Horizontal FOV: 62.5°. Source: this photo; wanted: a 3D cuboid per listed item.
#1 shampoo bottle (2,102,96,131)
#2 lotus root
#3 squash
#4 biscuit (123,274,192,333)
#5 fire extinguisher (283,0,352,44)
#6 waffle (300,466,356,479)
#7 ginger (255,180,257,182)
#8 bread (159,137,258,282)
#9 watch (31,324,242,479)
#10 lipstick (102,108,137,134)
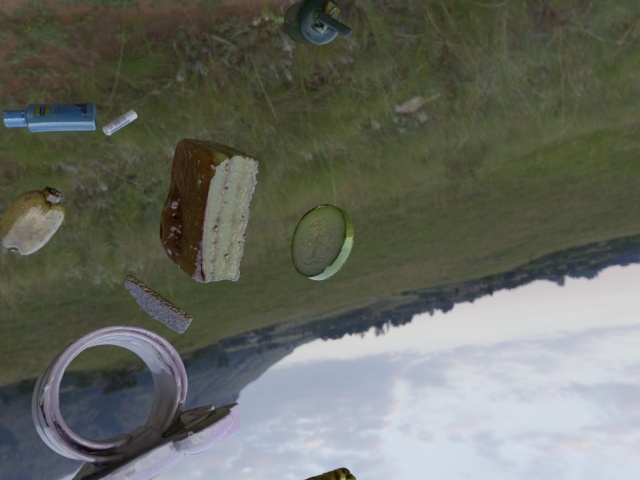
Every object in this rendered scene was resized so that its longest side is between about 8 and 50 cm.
[{"bbox_3d":[-0.834,-0.380,1.632,0.258,0.104,0.061,-6,146,-15],"label":"shampoo bottle"},{"bbox_3d":[-0.951,-0.065,1.743,0.284,0.146,0.160,-47,149,13],"label":"lotus root"},{"bbox_3d":[0.004,0.002,1.484,0.219,0.219,0.041,-12,153,41],"label":"squash"},{"bbox_3d":[-0.510,0.202,1.629,0.237,0.026,0.131,36,139,-8],"label":"biscuit"},{"bbox_3d":[-0.010,-0.466,1.131,0.114,0.095,0.311,30,-168,-18],"label":"fire extinguisher"},{"bbox_3d":[-0.060,0.611,1.256,0.309,0.065,0.283,-18,154,1],"label":"waffle"},{"bbox_3d":[-0.272,-0.155,1.675,0.069,0.173,0.051,27,150,11],"label":"ginger"},{"bbox_3d":[-0.210,-0.058,0.957,0.110,0.234,0.184,1,-164,-35],"label":"bread"},{"bbox_3d":[-0.265,0.224,0.754,0.248,0.217,0.211,-21,178,-38],"label":"watch"},{"bbox_3d":[-0.756,-0.445,1.988,0.040,0.040,0.141,-14,-152,49],"label":"lipstick"}]
